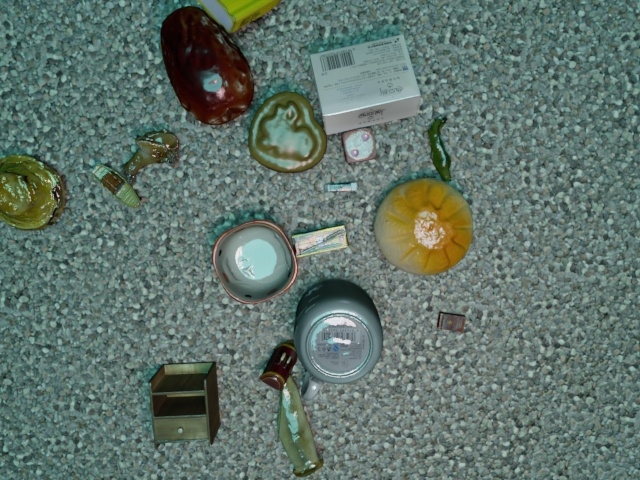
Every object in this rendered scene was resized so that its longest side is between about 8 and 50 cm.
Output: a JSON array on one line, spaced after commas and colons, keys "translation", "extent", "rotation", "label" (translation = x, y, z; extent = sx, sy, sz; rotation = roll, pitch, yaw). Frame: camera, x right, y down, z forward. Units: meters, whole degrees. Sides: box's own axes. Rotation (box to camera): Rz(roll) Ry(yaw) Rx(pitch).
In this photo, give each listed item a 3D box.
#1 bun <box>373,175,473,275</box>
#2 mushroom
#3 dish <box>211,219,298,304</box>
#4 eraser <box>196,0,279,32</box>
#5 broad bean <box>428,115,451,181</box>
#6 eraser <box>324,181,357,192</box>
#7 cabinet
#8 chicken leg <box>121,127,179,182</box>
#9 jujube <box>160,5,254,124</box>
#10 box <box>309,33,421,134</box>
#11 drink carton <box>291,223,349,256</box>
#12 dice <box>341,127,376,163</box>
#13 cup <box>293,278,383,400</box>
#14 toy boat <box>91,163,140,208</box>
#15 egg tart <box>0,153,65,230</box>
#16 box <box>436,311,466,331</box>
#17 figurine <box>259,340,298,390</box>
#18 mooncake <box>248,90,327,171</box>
[{"translation": [0.309, -0.041, 1.383], "extent": [0.299, 0.165, 0.298], "rotation": [0, 95, -2], "label": "bun"}, {"translation": [-0.086, 0.589, 1.494], "extent": [0.107, 0.087, 0.333], "rotation": [-20, 92, -3], "label": "mushroom"}, {"translation": [-0.190, 0.057, 1.416], "extent": [0.256, 0.117, 0.256], "rotation": [0, 97, -1], "label": "dish"}, {"translation": [-0.225, -0.689, 1.305], "extent": [0.158, 0.069, 0.226], "rotation": [48, 61, -6], "label": "eraser"}, {"translation": [0.359, -0.273, 1.416], "extent": [0.061, 0.046, 0.195], "rotation": [-5, 95, 3], "label": "broad bean"}, {"translation": [0.062, -0.163, 1.441], "extent": [0.099, 0.019, 0.027], "rotation": [-4, 96, -1], "label": "eraser"}, {"translation": [-0.414, 0.508, 1.451], "extent": [0.175, 0.148, 0.215], "rotation": [-3, 97, 0], "label": "cabinet"}, {"translation": [-0.514, -0.259, 1.403], "extent": [0.196, 0.080, 0.125], "rotation": [-19, 109, 3], "label": "chicken leg"}, {"translation": [-0.320, -0.487, 1.321], "extent": [0.223, 0.223, 0.318], "rotation": [-28, 88, 3], "label": "jujube"}, {"translation": [0.124, -0.440, 1.335], "extent": [0.274, 0.116, 0.203], "rotation": [-13, 74, 1], "label": "box"}, {"translation": [0.000, 0.000, 1.441], "extent": [0.166, 0.056, 0.071], "rotation": [-12, 99, 1], "label": "drink carton"}, {"translation": [0.113, -0.279, 1.391], "extent": [0.091, 0.093, 0.094], "rotation": [-12, 98, 1], "label": "dice"}, {"translation": [0.027, 0.305, 1.366], "extent": [0.259, 0.274, 0.356], "rotation": [25, 95, -2], "label": "cup"}, {"translation": [-0.613, -0.163, 1.418], "extent": [0.172, 0.066, 0.065], "rotation": [43, 92, -5], "label": "toy boat"}, {"translation": [-0.892, -0.140, 1.403], "extent": [0.241, 0.106, 0.241], "rotation": [0, 101, -1], "label": "egg tart"}, {"translation": [0.413, 0.257, 1.486], "extent": [0.082, 0.023, 0.051], "rotation": [8, 95, -1], "label": "box"}, {"translation": [-0.114, 0.368, 1.444], "extent": [0.082, 0.154, 0.098], "rotation": [28, 137, 1], "label": "figurine"}, {"translation": [-0.105, -0.305, 1.379], "extent": [0.235, 0.117, 0.234], "rotation": [0, 97, -3], "label": "mooncake"}]
